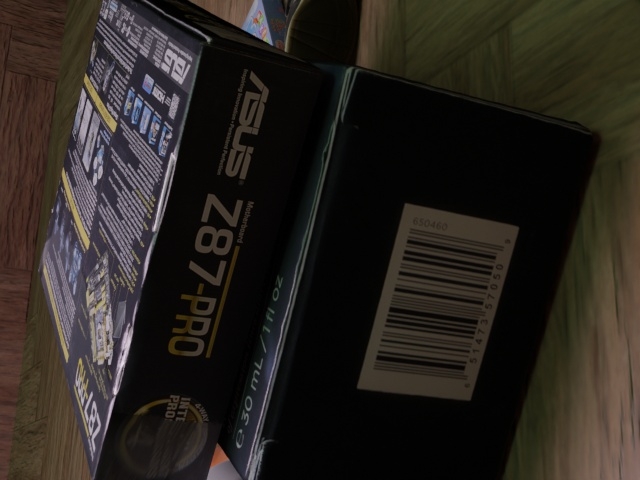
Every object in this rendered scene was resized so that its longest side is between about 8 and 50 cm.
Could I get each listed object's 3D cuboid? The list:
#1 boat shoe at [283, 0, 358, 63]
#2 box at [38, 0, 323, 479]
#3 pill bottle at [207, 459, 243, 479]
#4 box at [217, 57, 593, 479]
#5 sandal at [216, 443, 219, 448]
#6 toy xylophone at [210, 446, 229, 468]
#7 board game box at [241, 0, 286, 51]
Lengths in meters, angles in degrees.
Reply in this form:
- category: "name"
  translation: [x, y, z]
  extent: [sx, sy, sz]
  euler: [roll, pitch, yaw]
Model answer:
- category: "boat shoe"
  translation: [-0.001, -0.268, 1.059]
  extent: [0.073, 0.080, 0.223]
  euler: [162, 120, -67]
- category: "box"
  translation: [-0.146, -0.037, 0.757]
  extent: [0.395, 0.097, 0.318]
  euler: [42, 117, 60]
- category: "pill bottle"
  translation: [0.019, 0.272, 0.624]
  extent: [0.318, 0.176, 0.176]
  euler: [19, 98, 50]
- category: "box"
  translation: [0.000, 0.000, 0.797]
  extent: [0.395, 0.212, 0.293]
  euler: [29, 107, 64]
- category: "sandal"
  translation: [-0.103, 0.210, 1.074]
  extent: [0.088, 0.079, 0.240]
  euler: [113, 145, -58]
- category: "toy xylophone"
  translation: [-0.116, 0.282, 0.876]
  extent: [0.081, 0.323, 0.236]
  euler: [57, 163, -9]
- category: "board game box"
  translation: [-0.101, -0.221, 1.283]
  extent: [0.211, 0.039, 0.160]
  euler: [-56, 34, 38]
